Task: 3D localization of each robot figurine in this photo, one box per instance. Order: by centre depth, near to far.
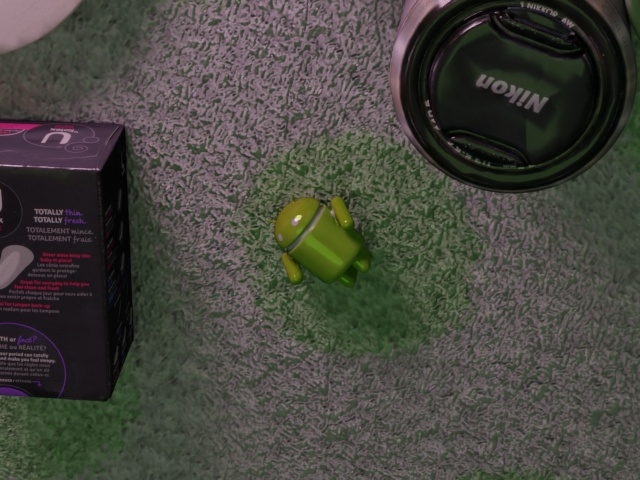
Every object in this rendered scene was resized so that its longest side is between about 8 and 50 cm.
[{"bbox_3d":[0.000,0.000,1.867,0.115,0.067,0.101,39,116,-10],"label":"robot figurine"}]

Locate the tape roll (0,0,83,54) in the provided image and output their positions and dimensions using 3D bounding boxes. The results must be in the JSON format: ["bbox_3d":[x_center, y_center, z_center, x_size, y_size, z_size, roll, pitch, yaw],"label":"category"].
[{"bbox_3d":[-0.380,-0.370,1.744,0.392,0.072,0.392,3,114,6],"label":"tape roll"}]

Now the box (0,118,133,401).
[{"bbox_3d":[-0.294,0.019,1.871,0.165,0.143,0.270,3,114,4],"label":"box"}]

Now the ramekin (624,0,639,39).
[{"bbox_3d":[0.403,-0.299,1.584,0.303,0.148,0.303,-6,134,-7],"label":"ramekin"}]

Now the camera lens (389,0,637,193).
[{"bbox_3d":[0.182,-0.184,1.644,0.219,0.274,0.219,3,115,6],"label":"camera lens"}]
